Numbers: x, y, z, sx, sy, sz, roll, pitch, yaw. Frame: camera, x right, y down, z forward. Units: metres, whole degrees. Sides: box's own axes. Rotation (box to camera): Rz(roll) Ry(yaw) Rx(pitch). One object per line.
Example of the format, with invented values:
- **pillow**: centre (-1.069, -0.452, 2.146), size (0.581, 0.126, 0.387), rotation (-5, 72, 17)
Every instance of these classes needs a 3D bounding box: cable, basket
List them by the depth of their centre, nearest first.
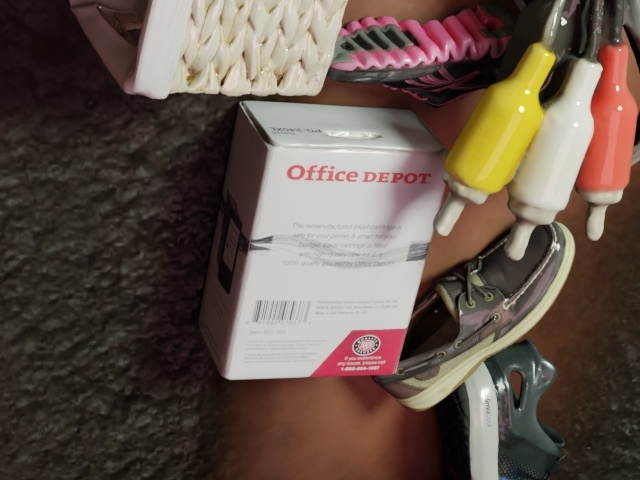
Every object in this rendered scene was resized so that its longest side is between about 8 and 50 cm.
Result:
- **basket**: centre (-0.043, -0.159, 0.743), size (0.103, 0.113, 0.167), rotation (3, 119, -28)
- **cable**: centre (0.148, -0.124, 0.799), size (0.139, 0.072, 0.287), rotation (0, 122, -26)

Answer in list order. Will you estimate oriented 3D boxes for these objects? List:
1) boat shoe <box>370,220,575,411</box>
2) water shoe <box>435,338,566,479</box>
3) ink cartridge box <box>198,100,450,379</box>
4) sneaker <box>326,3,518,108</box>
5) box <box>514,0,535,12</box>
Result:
- **boat shoe**: centre (0.091, 0.043, 0.955), size (0.049, 0.056, 0.152), rotation (32, 105, -39)
- **water shoe**: centre (0.128, 0.157, 1.031), size (0.080, 0.073, 0.203), rotation (-18, 126, -13)
- **ink cartridge box**: centre (0.000, 0.000, 0.887), size (0.109, 0.063, 0.150), rotation (1, 119, -22)
- **sneaker**: centre (0.057, -0.094, 0.867), size (0.119, 0.047, 0.057), rotation (-7, 134, -16)
- **box**: centre (0.169, -0.234, 0.815), size (0.220, 0.051, 0.175), rotation (-33, 127, 2)
